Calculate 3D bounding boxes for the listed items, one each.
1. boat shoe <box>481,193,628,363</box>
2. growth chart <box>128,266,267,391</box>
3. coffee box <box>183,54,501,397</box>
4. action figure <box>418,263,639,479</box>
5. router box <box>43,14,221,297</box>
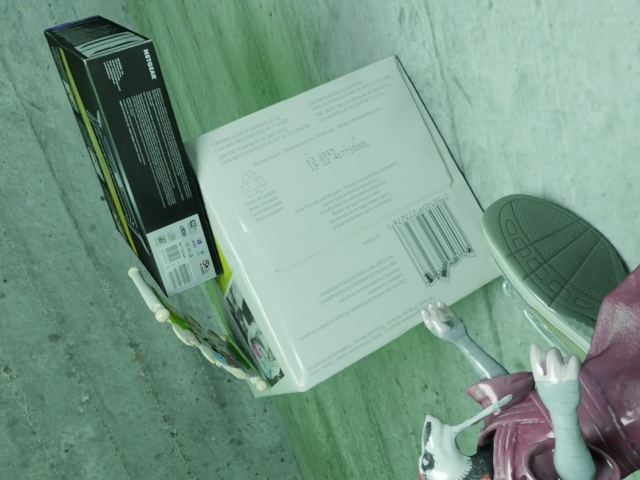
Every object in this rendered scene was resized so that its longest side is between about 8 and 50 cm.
[{"bbox_3d":[0.286,0.085,0.746,0.320,0.118,0.103,48,155,20],"label":"boat shoe"},{"bbox_3d":[-0.160,0.122,0.915,0.172,0.021,0.237,37,172,47],"label":"growth chart"},{"bbox_3d":[0.000,0.000,1.029,0.338,0.337,0.334,62,160,6],"label":"coffee box"},{"bbox_3d":[0.239,0.156,0.604,0.276,0.370,0.248,54,-170,-10],"label":"action figure"},{"bbox_3d":[-0.242,-0.114,0.894,0.243,0.081,0.309,37,145,52],"label":"router box"}]
